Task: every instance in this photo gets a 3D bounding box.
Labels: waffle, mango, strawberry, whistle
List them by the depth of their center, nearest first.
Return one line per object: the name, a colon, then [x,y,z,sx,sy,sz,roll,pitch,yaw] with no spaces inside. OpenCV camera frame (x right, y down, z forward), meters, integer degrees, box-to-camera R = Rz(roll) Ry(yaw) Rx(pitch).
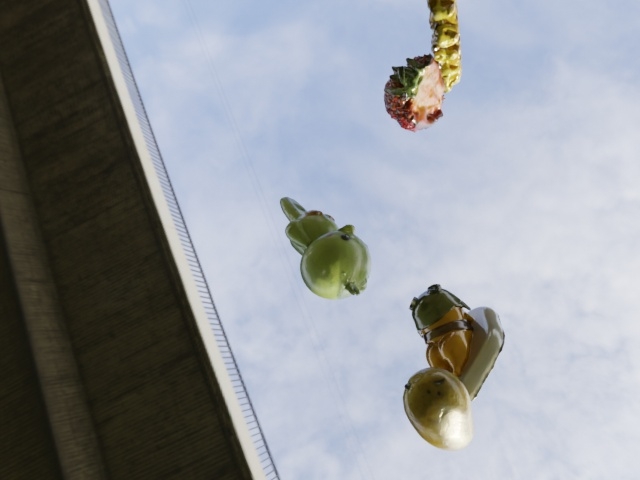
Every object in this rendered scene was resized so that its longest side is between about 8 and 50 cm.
mango: [0.193,0.272,0.821,0.103,0.076,0.161,-37,-68,-9]
strawberry: [0.174,-0.276,0.978,0.085,0.140,0.192,12,-142,29]
whistle: [0.007,-0.006,0.992,0.141,0.141,0.294,-29,-126,8]
waffle: [0.251,-0.480,1.075,0.062,0.329,0.329,-6,-103,18]

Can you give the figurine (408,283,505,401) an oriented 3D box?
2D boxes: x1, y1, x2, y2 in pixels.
figurine: [0.227,0.176,0.956,0.141,0.250,0.166,44,-54,-9]
